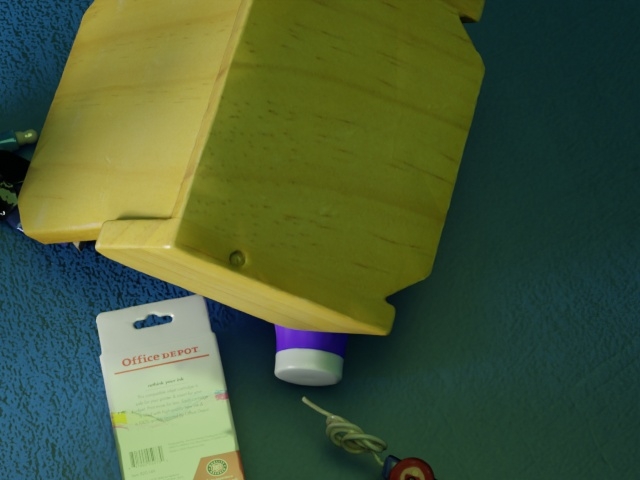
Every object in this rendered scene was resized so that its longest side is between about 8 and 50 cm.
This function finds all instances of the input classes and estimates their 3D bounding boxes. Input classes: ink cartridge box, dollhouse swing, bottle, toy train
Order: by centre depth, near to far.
[{"bbox_3d":[0.059,0.269,1.458,0.248,0.105,0.143,28,85,7],"label":"toy train"},{"bbox_3d":[-0.073,-0.101,1.491,0.315,0.305,0.347,23,72,-22],"label":"dollhouse swing"},{"bbox_3d":[-0.146,0.161,1.497,0.115,0.067,0.198,-10,73,-6],"label":"ink cartridge box"},{"bbox_3d":[0.000,0.000,1.531,0.092,0.118,0.283,4,70,4],"label":"bottle"}]

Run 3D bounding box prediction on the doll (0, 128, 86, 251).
[{"bbox_3d":[-0.317,-0.058,1.576,0.189,0.046,0.129,21,72,2],"label":"doll"}]
